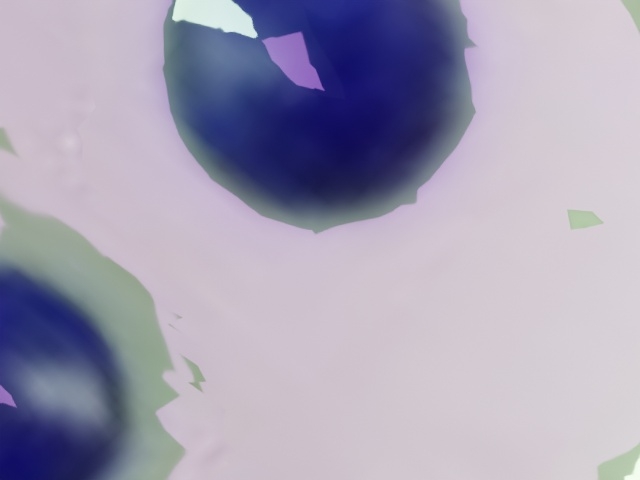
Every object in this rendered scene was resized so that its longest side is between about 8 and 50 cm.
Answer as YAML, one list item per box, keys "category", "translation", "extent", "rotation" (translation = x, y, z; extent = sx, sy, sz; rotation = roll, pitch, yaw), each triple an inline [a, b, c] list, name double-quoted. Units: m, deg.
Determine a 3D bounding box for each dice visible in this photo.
- category: "dice"
  translation: [-0.026, -0.055, 0.615]
  extent: [0.304, 0.277, 0.304]
  rotation: [41, 114, -11]
